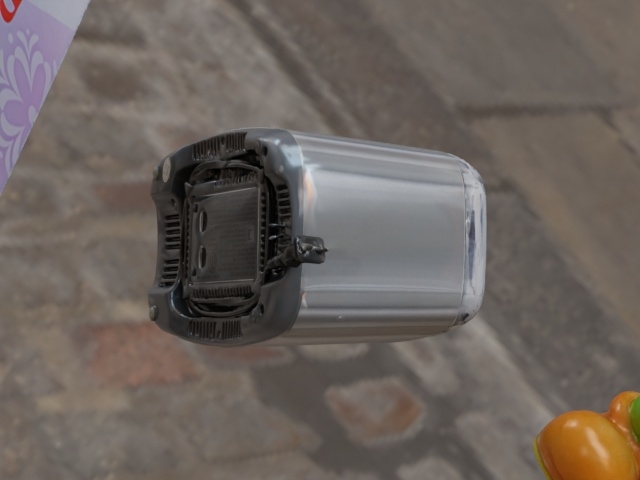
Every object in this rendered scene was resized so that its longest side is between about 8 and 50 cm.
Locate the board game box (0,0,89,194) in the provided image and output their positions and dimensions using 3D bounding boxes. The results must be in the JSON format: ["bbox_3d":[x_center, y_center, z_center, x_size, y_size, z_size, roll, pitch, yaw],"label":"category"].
[{"bbox_3d":[-0.218,-0.050,0.484,0.318,0.318,0.066,-74,154,-45],"label":"board game box"}]

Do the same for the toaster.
[{"bbox_3d":[0.000,0.000,1.134,0.146,0.227,0.129,2,85,-28],"label":"toaster"}]

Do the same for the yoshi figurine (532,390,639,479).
[{"bbox_3d":[0.295,0.085,0.964,0.203,0.362,0.203,48,20,-34],"label":"yoshi figurine"}]
